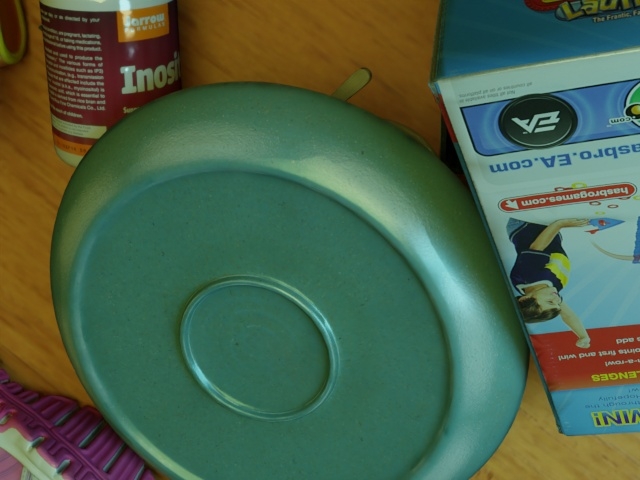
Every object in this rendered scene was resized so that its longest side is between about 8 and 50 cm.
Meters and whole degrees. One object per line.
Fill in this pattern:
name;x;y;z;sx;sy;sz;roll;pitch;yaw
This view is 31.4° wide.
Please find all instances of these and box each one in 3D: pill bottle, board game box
pill bottle;-0.132;-0.127;0.719;0.086;0.086;0.152;3;115;8
board game box;0.244;-0.022;0.566;0.308;0.086;0.302;-7;139;20

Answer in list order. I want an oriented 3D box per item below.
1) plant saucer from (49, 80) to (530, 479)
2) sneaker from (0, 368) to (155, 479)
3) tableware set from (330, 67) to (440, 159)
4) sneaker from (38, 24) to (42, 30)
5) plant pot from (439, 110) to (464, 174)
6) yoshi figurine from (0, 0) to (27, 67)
plant saucer;-0.033;0.060;0.701;0.318;0.043;0.317;8;119;15
sneaker;-0.221;0.156;0.776;0.252;0.103;0.111;32;102;11
tableware set;0.000;0.000;0.713;0.128;0.039;0.194;51;128;1
sneaker;-0.173;-0.173;0.765;0.098;0.038;0.069;38;98;4
plant pot;0.167;-0.154;0.638;0.188;0.187;0.167;4;58;8
yoshi figurine;-0.393;-0.160;0.731;0.362;0.203;0.203;-1;79;10
